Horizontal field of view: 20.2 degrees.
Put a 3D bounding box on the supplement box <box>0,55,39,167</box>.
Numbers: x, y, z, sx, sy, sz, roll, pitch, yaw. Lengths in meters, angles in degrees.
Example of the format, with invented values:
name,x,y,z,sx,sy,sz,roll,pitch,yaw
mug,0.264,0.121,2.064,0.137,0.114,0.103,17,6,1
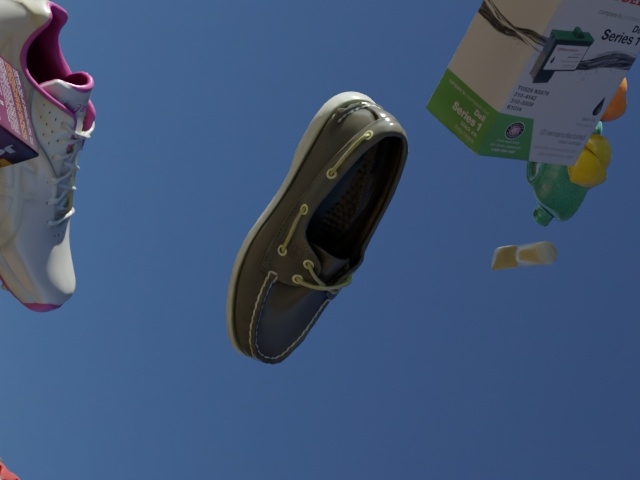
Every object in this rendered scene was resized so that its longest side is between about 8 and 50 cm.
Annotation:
name,x,y,z,sx,sy,sz,roll,pitch,yaw
supplement box,-0.307,-0.110,1.437,0.188,0.104,0.081,49,25,-77

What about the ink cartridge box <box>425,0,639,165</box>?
name,x,y,z,sx,sy,sz,roll,pitch,yaw
ink cartridge box,0.230,-0.193,1.781,0.092,0.160,0.219,48,-59,37

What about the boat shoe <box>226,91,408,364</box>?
name,x,y,z,sx,sy,sz,roll,pitch,yaw
boat shoe,-0.004,-0.001,1.846,0.091,0.109,0.305,39,-72,52

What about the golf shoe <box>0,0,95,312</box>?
name,x,y,z,sx,sy,sz,roll,pitch,yaw
golf shoe,-0.266,-0.081,1.657,0.115,0.140,0.306,-57,134,-68

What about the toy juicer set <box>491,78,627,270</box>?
name,x,y,z,sx,sy,sz,roll,pitch,yaw
toy juicer set,0.314,-0.079,2.210,0.209,0.089,0.329,-118,-136,-71

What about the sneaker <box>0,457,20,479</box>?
name,x,y,z,sx,sy,sz,roll,pitch,yaw
sneaker,-0.253,0.255,1.384,0.097,0.276,0.135,-36,-156,23
